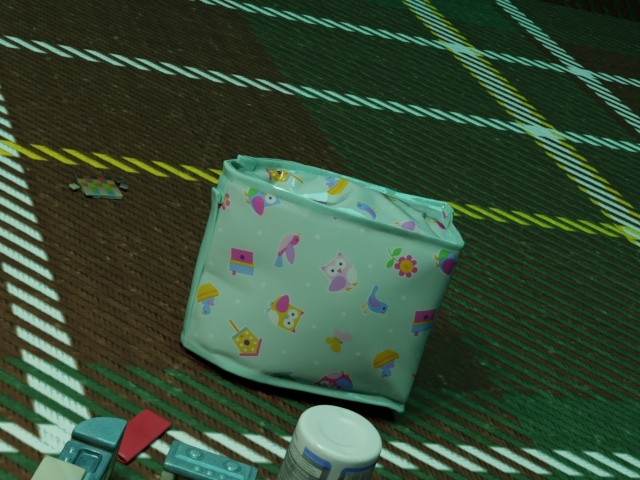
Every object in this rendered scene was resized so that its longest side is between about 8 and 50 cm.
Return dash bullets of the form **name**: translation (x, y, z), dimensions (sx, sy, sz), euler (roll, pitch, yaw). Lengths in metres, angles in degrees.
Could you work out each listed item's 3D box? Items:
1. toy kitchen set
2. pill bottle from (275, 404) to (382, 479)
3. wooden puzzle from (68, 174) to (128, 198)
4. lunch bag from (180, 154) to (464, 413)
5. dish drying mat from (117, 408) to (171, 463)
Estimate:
- **toy kitchen set**: translation (-0.147, 0.221, 1.105), dimensions (0.166, 0.122, 0.207), euler (19, 26, -1)
- **pill bottle**: translation (-0.002, 0.221, 1.187), dimensions (0.078, 0.137, 0.078), euler (16, 27, -8)
- **wooden puzzle**: translation (-0.283, -0.068, 1.707), dimensions (0.083, 0.006, 0.049), euler (2, 31, -32)
- **lunch bag**: translation (-0.007, 0.041, 1.439), dimensions (0.262, 0.223, 0.160), euler (14, 21, -7)
- **dish drying mat**: translation (-0.176, 0.187, 1.282), dimensions (0.032, 0.008, 0.083), euler (27, 26, 14)
